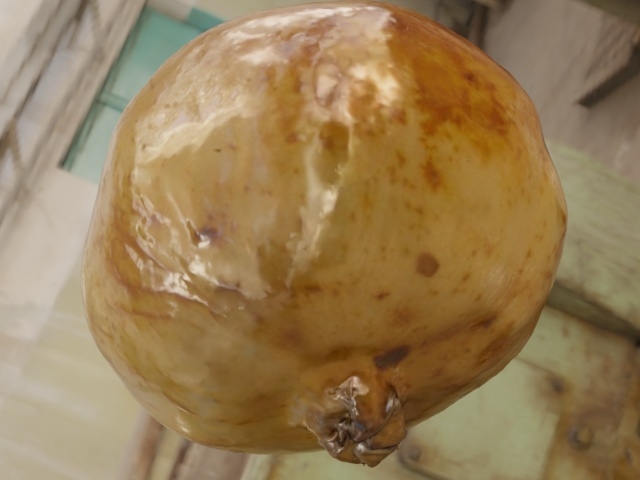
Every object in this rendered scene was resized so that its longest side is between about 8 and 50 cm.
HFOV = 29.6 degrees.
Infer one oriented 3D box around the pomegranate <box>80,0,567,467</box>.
[{"bbox_3d":[0.000,0.000,0.612,0.248,0.248,0.248,-158,90,-83],"label":"pomegranate"}]
